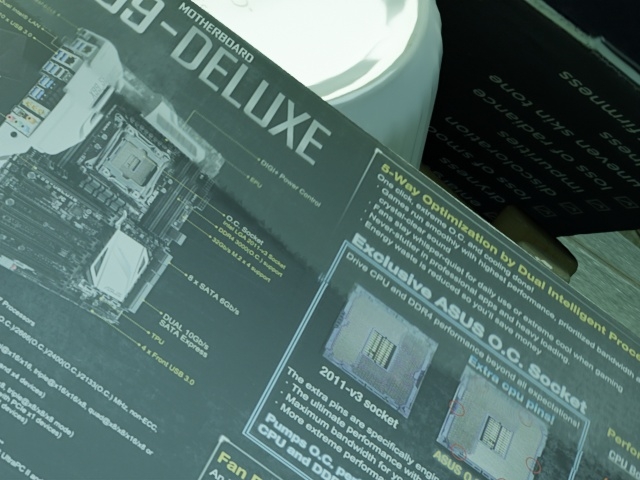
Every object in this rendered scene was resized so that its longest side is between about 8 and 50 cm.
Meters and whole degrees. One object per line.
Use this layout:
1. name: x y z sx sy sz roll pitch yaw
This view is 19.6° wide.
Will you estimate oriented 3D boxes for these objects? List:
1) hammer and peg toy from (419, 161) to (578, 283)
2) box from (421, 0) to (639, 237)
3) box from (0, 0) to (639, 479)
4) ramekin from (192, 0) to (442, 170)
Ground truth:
1. hammer and peg toy: 0.000 0.000 0.997 0.266 0.127 0.361 38 10 15
2. box: 0.042 -0.234 1.200 0.480 0.297 0.472 33 -20 -23
3. box: -0.013 0.074 0.491 0.307 0.076 0.242 36 39 -7
4. ramekin: -0.078 -0.075 0.730 0.273 0.127 0.273 13 43 -12
